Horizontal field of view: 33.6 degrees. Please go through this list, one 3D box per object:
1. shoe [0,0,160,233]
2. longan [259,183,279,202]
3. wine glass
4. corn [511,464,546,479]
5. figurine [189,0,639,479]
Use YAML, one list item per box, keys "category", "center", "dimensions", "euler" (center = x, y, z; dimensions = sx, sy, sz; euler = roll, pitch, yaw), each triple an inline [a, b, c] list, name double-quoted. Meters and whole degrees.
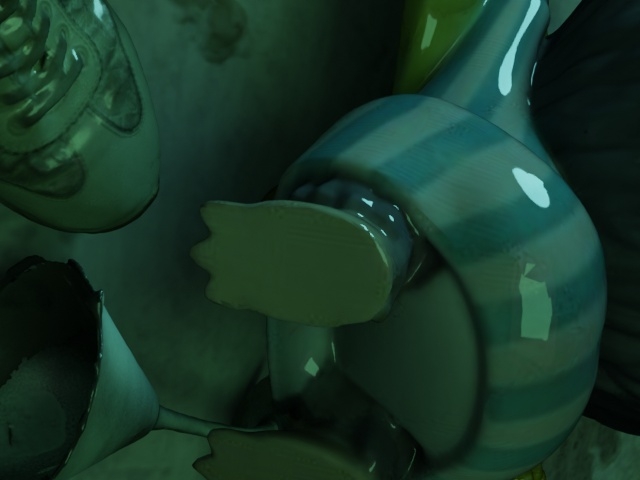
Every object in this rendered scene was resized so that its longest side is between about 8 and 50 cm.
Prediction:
- category: "shoe"
  center: [-0.146, -0.103, 0.417]
  dimensions: [0.103, 0.098, 0.275]
  euler: [-47, 127, -10]
- category: "longan"
  center: [0.000, 0.000, 0.574]
  dimensions: [0.083, 0.075, 0.075]
  euler: [-8, 110, -52]
- category: "wine glass"
  center: [-0.074, 0.088, 0.518]
  dimensions: [0.183, 0.122, 0.122]
  euler: [24, 90, -42]
- category: "corn"
  center: [0.050, 0.281, 0.654]
  dimensions: [0.144, 0.144, 0.387]
  euler: [0, 100, -36]
- category: "figurine"
  center: [0.195, 0.011, 0.471]
  dimensions: [0.361, 0.377, 0.266]
  euler: [-43, 138, -54]
